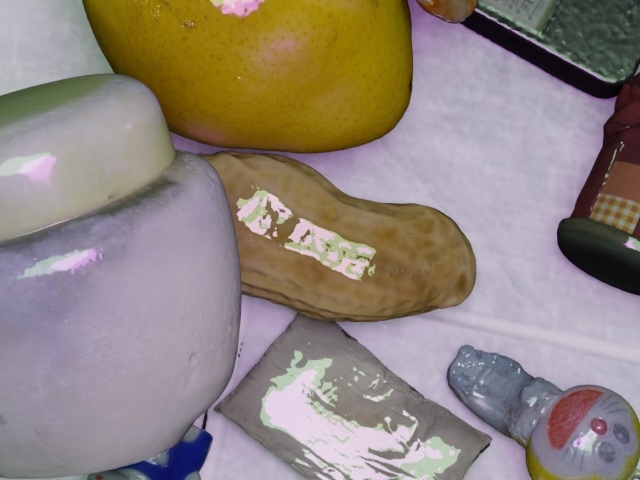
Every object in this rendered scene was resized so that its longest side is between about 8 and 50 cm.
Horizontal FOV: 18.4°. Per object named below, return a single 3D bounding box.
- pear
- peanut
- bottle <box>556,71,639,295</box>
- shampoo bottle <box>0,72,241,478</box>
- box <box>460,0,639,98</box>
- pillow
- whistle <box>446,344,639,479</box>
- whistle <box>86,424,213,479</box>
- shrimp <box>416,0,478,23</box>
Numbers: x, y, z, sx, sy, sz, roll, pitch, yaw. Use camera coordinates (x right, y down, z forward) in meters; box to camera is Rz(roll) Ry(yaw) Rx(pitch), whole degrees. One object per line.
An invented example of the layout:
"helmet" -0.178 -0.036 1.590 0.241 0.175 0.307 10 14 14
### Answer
"pear" -0.065 -0.214 1.855 0.285 0.285 0.336 -42 125 -11
"peanut" 0.000 0.000 1.869 0.305 0.147 0.147 19 79 -1
"bottle" 0.344 -0.084 1.919 0.143 0.156 0.271 19 76 32
"shampoo bottle" -0.226 0.033 1.699 0.322 0.322 0.317 -20 107 -9
"box" 0.288 -0.335 1.998 0.211 0.058 0.350 30 78 2
"pillow" 0.032 0.176 1.884 0.229 0.050 0.148 37 72 5
"whistle" 0.217 0.170 1.875 0.223 0.123 0.123 35 78 16
"whistle" -0.157 0.200 1.839 0.110 0.092 0.244 22 80 10
"shrimp" 0.091 -0.334 1.921 0.062 0.154 0.294 -34 44 26
